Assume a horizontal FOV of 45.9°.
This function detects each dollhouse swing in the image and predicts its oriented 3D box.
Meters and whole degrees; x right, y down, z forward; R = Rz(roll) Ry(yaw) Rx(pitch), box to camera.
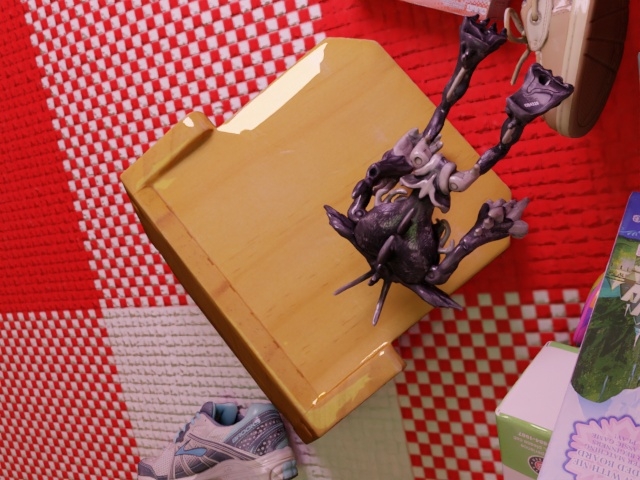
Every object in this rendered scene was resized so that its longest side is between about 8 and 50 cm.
[{"bbox_3d":[0.000,0.000,0.890,0.347,0.305,0.315,50,166,10],"label":"dollhouse swing"}]

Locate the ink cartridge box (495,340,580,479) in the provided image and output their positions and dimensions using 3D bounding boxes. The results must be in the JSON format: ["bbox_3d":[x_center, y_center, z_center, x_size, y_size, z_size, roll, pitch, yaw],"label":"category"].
[{"bbox_3d":[0.283,0.250,0.687,0.198,0.115,0.273,14,131,38],"label":"ink cartridge box"}]

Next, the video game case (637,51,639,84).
[{"bbox_3d":[0.376,-0.074,0.645,0.183,0.023,0.201,-1,105,33],"label":"video game case"}]

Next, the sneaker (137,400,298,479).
[{"bbox_3d":[-0.151,0.289,1.067,0.283,0.110,0.122,-17,77,33],"label":"sneaker"}]

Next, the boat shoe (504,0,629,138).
[{"bbox_3d":[0.214,-0.234,0.661,0.089,0.104,0.285,9,99,36],"label":"boat shoe"}]

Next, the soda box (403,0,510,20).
[{"bbox_3d":[0.097,-0.267,0.745,0.183,0.058,0.063,23,116,25],"label":"soda box"}]

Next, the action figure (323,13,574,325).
[{"bbox_3d":[0.113,-0.049,0.683,0.164,0.141,0.276,42,124,19],"label":"action figure"}]

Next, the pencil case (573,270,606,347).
[{"bbox_3d":[0.349,0.104,0.671,0.236,0.104,0.104,29,118,24],"label":"pencil case"}]

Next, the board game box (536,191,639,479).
[{"bbox_3d":[0.343,0.123,0.532,0.318,0.318,0.066,16,141,21],"label":"board game box"}]
